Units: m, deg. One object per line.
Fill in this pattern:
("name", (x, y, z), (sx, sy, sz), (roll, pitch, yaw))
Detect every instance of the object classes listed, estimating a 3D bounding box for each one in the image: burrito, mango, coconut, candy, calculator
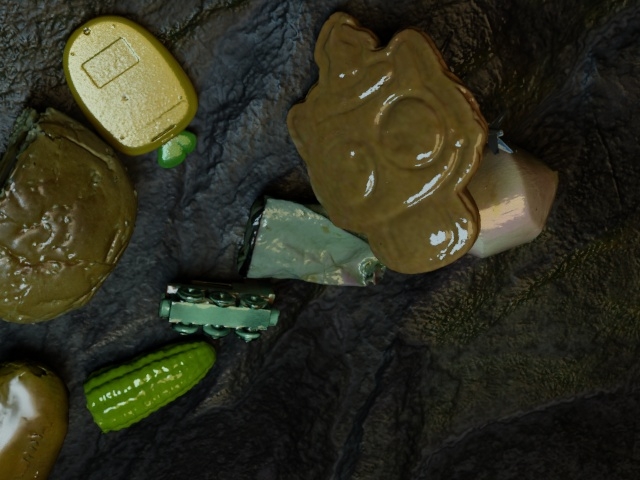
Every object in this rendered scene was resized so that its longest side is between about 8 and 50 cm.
("burrito", (0.000, 0.000, 1.657), (0.228, 0.089, 0.144), (7, 126, -15))
("mango", (-0.452, 0.282, 1.646), (0.151, 0.156, 0.249), (27, 111, 14))
("coconut", (0.256, -0.068, 1.645), (0.183, 0.171, 0.171), (-27, 117, 2))
("candy", (-0.252, 0.208, 1.690), (0.209, 0.097, 0.097), (-26, 117, -5))
("calculator", (-0.250, -0.197, 1.535), (0.146, 0.032, 0.235), (-35, 115, 4))

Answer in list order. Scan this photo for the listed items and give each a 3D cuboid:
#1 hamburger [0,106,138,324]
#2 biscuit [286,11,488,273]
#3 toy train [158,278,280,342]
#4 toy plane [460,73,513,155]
("hamburger", (-0.366, -0.013, 1.522), (0.211, 0.132, 0.309), (25, 101, -33))
("biscuit", (0.089, -0.136, 1.523), (0.269, 0.051, 0.376), (-29, 82, 29))
("toy train", (-0.150, 0.095, 1.653), (0.175, 0.118, 0.074), (6, 107, -11))
("toy plane", (0.156, -0.146, 1.595), (0.226, 0.226, 0.058), (4, 147, 19))
